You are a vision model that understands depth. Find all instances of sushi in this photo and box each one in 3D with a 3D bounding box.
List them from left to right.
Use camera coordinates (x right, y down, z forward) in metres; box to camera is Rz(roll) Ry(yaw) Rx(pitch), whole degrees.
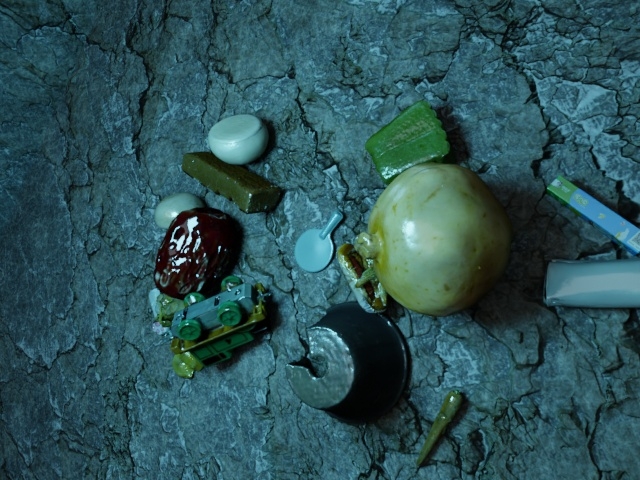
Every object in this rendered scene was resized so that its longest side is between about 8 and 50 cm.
[{"bbox_3d":[-0.591,0.206,1.722,0.131,0.139,0.290,-10,74,47],"label":"sushi"}]

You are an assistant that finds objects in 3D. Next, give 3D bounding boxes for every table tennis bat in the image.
[{"bbox_3d":[0.000,0.000,1.486,0.153,0.040,0.244,41,104,27],"label":"table tennis bat"}]

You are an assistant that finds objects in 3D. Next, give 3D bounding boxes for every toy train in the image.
[{"bbox_3d":[-0.343,0.296,1.502,0.430,0.249,0.178,-23,32,7],"label":"toy train"}]

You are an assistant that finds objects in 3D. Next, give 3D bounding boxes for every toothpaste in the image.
[{"bbox_3d":[0.718,-0.067,1.104,0.050,0.065,0.266,-50,63,14],"label":"toothpaste"}]

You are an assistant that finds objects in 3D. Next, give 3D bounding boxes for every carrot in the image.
[{"bbox_3d":[0.334,0.533,1.204,0.049,0.049,0.254,31,98,29],"label":"carrot"}]

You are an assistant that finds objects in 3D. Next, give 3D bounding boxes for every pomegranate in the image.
[{"bbox_3d":[0.289,0.003,1.138,0.412,0.412,0.410,-6,78,27],"label":"pomegranate"}]

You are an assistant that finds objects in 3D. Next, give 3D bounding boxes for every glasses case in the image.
[{"bbox_3d":[0.726,0.104,1.058,0.309,0.083,0.128,-4,73,27],"label":"glasses case"}]

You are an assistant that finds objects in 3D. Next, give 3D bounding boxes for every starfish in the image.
[{"bbox_3d":[0.197,0.105,1.311,0.053,0.176,0.207,-35,36,53],"label":"starfish"}]

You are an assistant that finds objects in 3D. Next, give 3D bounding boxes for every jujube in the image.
[{"bbox_3d":[-0.467,0.043,1.590,0.259,0.258,0.376,17,78,29],"label":"jujube"}]

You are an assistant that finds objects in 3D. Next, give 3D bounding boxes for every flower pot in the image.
[{"bbox_3d":[0.060,0.371,1.265,0.380,0.251,0.378,-6,77,25],"label":"flower pot"}]

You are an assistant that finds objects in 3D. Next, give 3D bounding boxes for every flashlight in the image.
[{"bbox_3d":[-0.679,0.295,1.781,0.093,0.048,0.200,-28,69,21],"label":"flashlight"}]

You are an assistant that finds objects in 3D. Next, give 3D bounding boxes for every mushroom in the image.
[{"bbox_3d":[-0.563,-0.095,1.723,0.207,0.206,0.208,-24,88,22],"label":"mushroom"}]

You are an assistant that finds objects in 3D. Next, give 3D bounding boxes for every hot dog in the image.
[{"bbox_3d":[0.134,0.118,1.338,0.069,0.131,0.252,-52,55,43],"label":"hot dog"}]

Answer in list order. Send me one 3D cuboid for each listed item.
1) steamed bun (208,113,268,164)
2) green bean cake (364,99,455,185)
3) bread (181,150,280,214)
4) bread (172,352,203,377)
[{"bbox_3d":[-0.310,-0.379,1.647,0.232,0.145,0.231,-7,44,7],"label":"steamed bun"},{"bbox_3d":[0.279,-0.293,1.348,0.248,0.125,0.222,-25,68,19],"label":"green bean cake"},{"bbox_3d":[-0.353,-0.230,1.635,0.417,0.165,0.113,32,117,30],"label":"bread"},{"bbox_3d":[-0.547,0.452,1.674,0.149,0.065,0.187,-43,66,20],"label":"bread"}]
